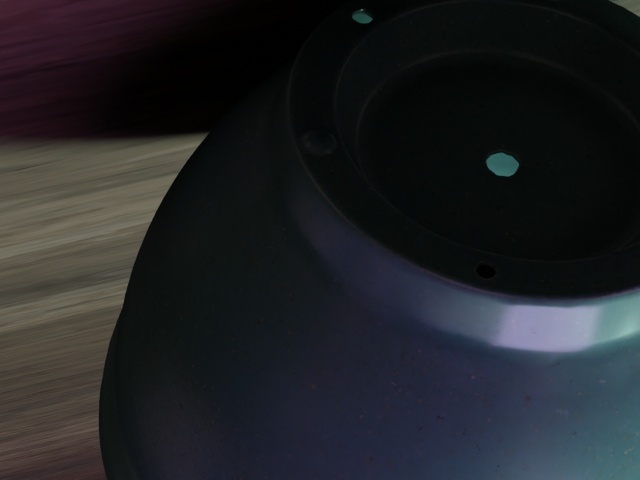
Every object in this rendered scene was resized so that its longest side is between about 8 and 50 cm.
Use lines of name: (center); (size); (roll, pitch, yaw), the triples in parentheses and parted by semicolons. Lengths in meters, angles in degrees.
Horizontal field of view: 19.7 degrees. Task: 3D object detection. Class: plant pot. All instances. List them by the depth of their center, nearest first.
plant pot: (0.061, 0.018, 0.745); (0.293, 0.293, 0.196); (-10, 142, -18)
